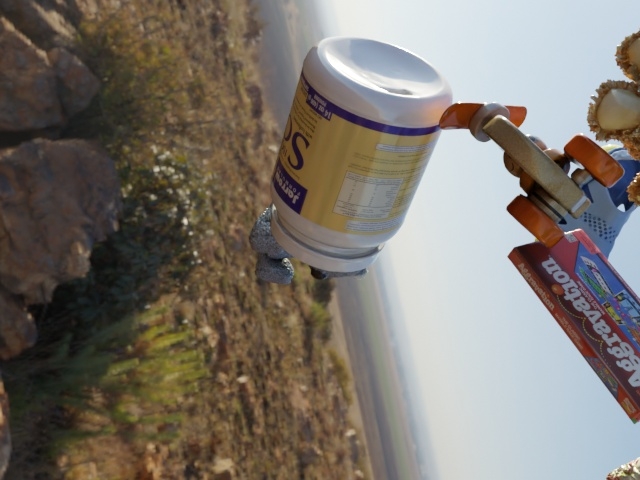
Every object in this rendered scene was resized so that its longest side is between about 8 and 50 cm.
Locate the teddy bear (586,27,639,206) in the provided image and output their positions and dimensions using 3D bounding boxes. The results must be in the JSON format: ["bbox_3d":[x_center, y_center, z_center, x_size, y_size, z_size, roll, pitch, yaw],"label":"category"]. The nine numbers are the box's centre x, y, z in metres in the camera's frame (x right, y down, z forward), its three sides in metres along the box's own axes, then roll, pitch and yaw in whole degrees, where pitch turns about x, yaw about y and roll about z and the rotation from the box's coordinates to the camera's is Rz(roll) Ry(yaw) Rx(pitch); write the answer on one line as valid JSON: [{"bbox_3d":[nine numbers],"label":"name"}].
[{"bbox_3d":[0.495,-0.139,0.988,0.113,0.338,0.244,178,-76,-70],"label":"teddy bear"}]

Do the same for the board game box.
[{"bbox_3d":[0.395,0.107,1.031,0.281,0.145,0.027,59,-34,29],"label":"board game box"}]

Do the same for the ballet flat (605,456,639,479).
[{"bbox_3d":[0.490,0.302,0.959,0.091,0.241,0.077,-27,109,-57],"label":"ballet flat"}]

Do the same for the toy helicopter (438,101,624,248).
[{"bbox_3d":[0.304,-0.121,1.111,0.235,0.140,0.355,43,13,11],"label":"toy helicopter"}]

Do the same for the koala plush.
[{"bbox_3d":[0.000,0.000,1.495,0.203,0.221,0.196,-61,165,-24],"label":"koala plush"}]

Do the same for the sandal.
[{"bbox_3d":[0.475,-0.043,1.278,0.317,0.126,0.138,-62,-176,-10],"label":"sandal"}]

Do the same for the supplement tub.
[{"bbox_3d":[0.052,-0.137,1.217,0.241,0.241,0.331,-96,-160,-52],"label":"supplement tub"}]
